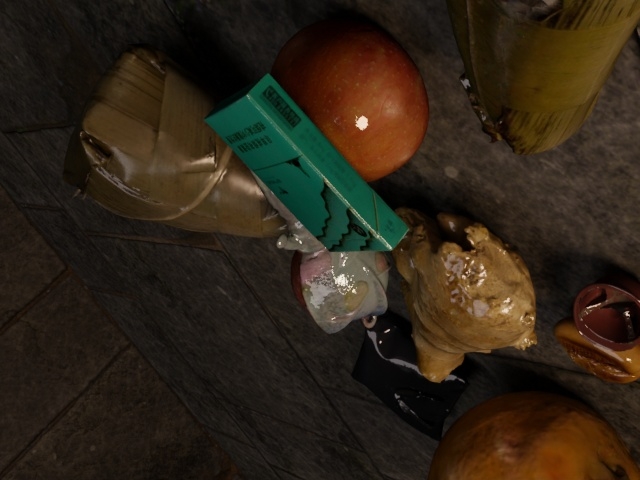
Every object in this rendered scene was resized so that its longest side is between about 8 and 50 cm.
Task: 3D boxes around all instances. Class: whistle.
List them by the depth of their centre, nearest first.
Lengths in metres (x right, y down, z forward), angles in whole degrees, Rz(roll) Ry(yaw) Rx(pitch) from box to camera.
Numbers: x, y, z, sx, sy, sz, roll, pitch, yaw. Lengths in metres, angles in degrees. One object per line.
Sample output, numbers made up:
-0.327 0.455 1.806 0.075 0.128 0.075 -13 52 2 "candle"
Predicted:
-0.001 0.000 1.088 0.346 0.142 0.134 57 171 -31 "whistle"

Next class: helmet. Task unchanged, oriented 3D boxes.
0.352 0.075 0.953 0.089 0.057 0.111 28 144 20 "helmet"

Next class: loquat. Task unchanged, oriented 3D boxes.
0.313 0.381 1.170 0.328 0.328 0.328 31 151 20 "loquat"

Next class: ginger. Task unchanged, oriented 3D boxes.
0.158 0.082 1.110 0.236 0.166 0.375 35 147 -3 "ginger"

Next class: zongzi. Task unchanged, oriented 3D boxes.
0.146 -0.247 0.716 0.300 0.145 0.274 51 162 21 "zongzi"
-0.194 -0.074 1.333 0.467 0.218 0.500 35 163 -17 "zongzi"

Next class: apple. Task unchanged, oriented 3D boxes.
0.026 -0.155 0.937 0.201 0.162 0.201 29 150 19 "apple"

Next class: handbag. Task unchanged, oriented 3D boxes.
0.153 0.246 1.427 0.211 0.089 0.254 36 148 17 "handbag"

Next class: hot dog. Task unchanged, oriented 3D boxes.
0.370 0.138 1.028 0.140 0.060 0.090 26 153 41 "hot dog"

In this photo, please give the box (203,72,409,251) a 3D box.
-0.021 -0.076 0.900 0.226 0.042 0.161 46 163 -16 "box"
